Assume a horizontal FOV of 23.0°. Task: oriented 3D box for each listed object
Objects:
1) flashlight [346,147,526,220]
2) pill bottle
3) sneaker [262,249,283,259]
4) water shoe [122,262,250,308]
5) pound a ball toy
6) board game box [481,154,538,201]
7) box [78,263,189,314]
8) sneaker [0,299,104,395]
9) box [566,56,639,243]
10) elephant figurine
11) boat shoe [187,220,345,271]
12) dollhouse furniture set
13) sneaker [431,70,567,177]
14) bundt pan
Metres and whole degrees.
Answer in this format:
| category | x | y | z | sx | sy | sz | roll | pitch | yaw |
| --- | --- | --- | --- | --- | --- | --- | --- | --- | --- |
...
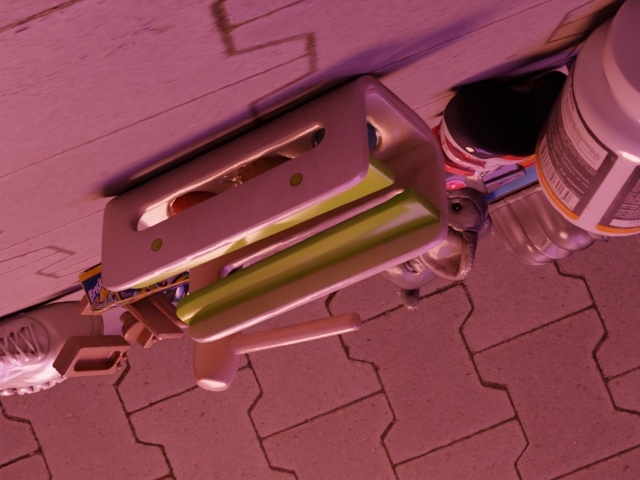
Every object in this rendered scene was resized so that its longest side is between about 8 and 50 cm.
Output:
| category | x | y | z | sx | sy | sz | roll | pitch | yaw |
| --- | --- | --- | --- | --- | --- | --- | --- | --- | --- |
| flashlight | 0.124 | -0.059 | 2.109 | 0.304 | 0.103 | 0.103 | -21 | 176 | 6 |
| pill bottle | 0.306 | -0.122 | 1.495 | 0.162 | 0.162 | 0.278 | -21 | 163 | -12 |
| sneaker | 0.000 | 0.000 | 2.343 | 0.147 | 0.104 | 0.296 | -23 | -177 | -10 |
| water shoe | -0.189 | 0.050 | 2.123 | 0.203 | 0.073 | 0.080 | -23 | 173 | 15 |
| pound a ball toy | -0.037 | -0.006 | 1.362 | 0.319 | 0.135 | 0.208 | -24 | 140 | 29 |
| board game box | 0.352 | -0.141 | 2.414 | 0.302 | 0.086 | 0.308 | -19 | 176 | -43 |
| box | -0.215 | 0.041 | 1.958 | 0.059 | 0.054 | 0.169 | -25 | 175 | 41 |
| sneaker | -0.427 | 0.155 | 2.085 | 0.292 | 0.110 | 0.118 | -22 | 168 | -6 |
| box | 0.404 | -0.118 | 1.694 | 0.142 | 0.247 | 0.163 | -18 | 175 | -44 |
| elephant figurine | 0.180 | -0.020 | 2.301 | 0.239 | 0.169 | 0.186 | -13 | 153 | 34 |
| boat shoe | -0.064 | -0.024 | 1.671 | 0.095 | 0.079 | 0.254 | -21 | 175 | 40 |
| dollhouse furniture set | -0.247 | 0.140 | 2.042 | 0.151 | 0.123 | 0.144 | -56 | 156 | 14 |
| sneaker | 0.168 | -0.110 | 1.688 | 0.145 | 0.090 | 0.270 | -27 | 177 | 35 |
| bundt pan | 0.431 | -0.055 | 2.497 | 0.331 | 0.124 | 0.331 | -22 | 176 | -2 |
